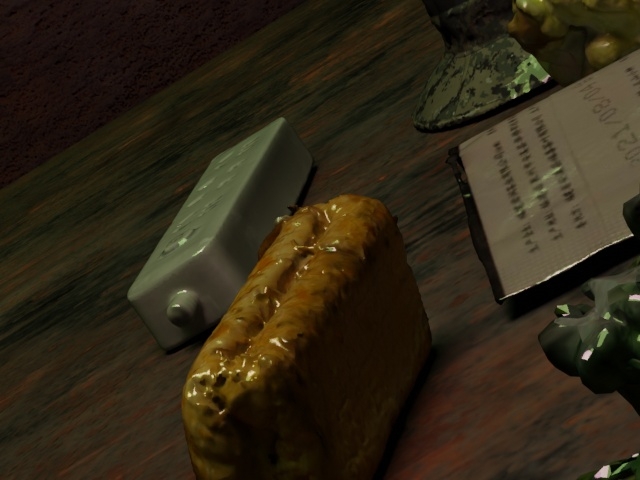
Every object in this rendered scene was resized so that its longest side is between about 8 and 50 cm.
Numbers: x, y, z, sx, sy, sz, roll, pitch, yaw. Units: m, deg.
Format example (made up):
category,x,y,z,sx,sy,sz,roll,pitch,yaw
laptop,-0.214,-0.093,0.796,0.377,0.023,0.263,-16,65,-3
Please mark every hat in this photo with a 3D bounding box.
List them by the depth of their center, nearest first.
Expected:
category,x,y,z,sx,sy,sz,roll,pitch,yaw
hat,0.159,-0.210,1.387,0.265,0.128,0.265,-30,10,6

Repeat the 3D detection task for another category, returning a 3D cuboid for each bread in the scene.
category,x,y,z,sx,sy,sz,roll,pitch,yaw
bread,-0.006,0.063,0.822,0.083,0.114,0.211,-9,21,20

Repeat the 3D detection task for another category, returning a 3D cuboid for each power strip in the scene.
category,x,y,z,sx,sy,sz,roll,pitch,yaw
power strip,-0.078,-0.013,1.339,0.091,0.062,0.385,-31,13,17

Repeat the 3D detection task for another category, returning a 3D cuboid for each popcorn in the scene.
category,x,y,z,sx,sy,sz,roll,pitch,yaw
popcorn,0.204,-0.171,1.134,0.135,0.162,0.141,-61,-29,1

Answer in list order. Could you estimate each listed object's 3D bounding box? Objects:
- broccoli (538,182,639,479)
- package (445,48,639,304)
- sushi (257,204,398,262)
category,x,y,z,sx,sy,sz,roll,pitch,yaw
broccoli,0.115,0.071,0.477,0.198,0.177,0.275,-49,8,-35
package,0.177,-0.062,0.966,0.204,0.062,0.251,-30,17,11
sushi,0.001,0.004,1.134,0.118,0.061,0.060,1,21,30
